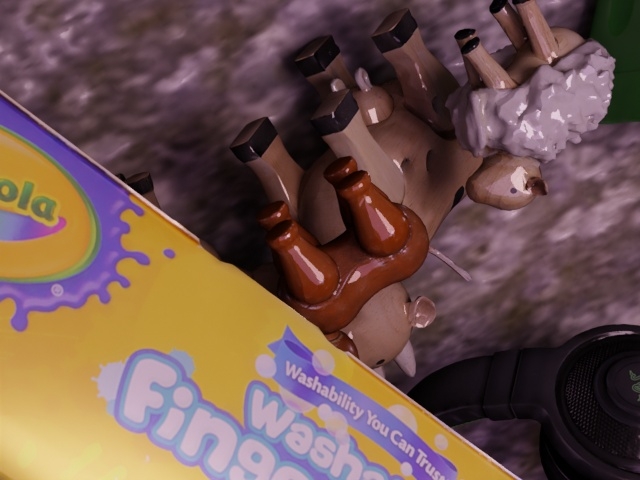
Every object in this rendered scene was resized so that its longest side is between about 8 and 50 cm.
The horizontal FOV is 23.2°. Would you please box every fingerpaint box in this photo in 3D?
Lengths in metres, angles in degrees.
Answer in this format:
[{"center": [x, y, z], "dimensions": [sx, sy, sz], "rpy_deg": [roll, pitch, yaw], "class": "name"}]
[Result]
[{"center": [-0.141, 0.132, 0.860], "dimensions": [0.445, 0.371, 0.163], "rpy_deg": [38, 59, -17], "class": "fingerpaint box"}]

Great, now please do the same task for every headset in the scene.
[{"center": [0.242, 0.148, 1.104], "dimensions": [0.394, 0.185, 0.243], "rpy_deg": [-4, 135, 26], "class": "headset"}]

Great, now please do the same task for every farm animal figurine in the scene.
[{"center": [0.000, 0.000, 0.989], "dimensions": [0.327, 0.330, 0.172], "rpy_deg": [-46, 116, -27], "class": "farm animal figurine"}]

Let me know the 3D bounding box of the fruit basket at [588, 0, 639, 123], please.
[{"center": [0.366, -0.070, 1.061], "dimensions": [0.392, 0.283, 0.392], "rpy_deg": [-1, 94, -16], "class": "fruit basket"}]
